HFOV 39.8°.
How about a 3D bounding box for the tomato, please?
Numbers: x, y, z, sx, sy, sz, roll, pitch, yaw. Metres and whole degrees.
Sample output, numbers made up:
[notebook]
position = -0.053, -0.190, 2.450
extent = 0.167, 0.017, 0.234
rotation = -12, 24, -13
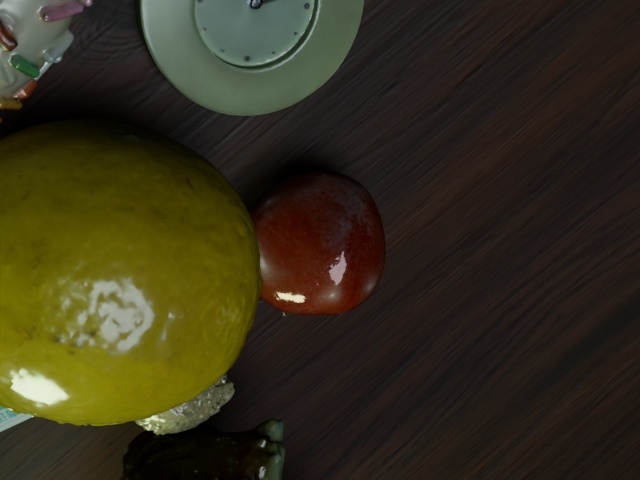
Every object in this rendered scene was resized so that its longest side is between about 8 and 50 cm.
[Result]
[tomato]
position = 0.000, 0.000, 0.984
extent = 0.167, 0.167, 0.167
rotation = -14, 125, -21

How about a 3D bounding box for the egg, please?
[egg]
position = -0.165, 0.164, 1.018
extent = 0.118, 0.140, 0.116
rotation = 40, 120, 2

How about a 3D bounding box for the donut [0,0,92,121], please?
[donut]
position = -0.347, -0.231, 0.656
extent = 0.383, 0.142, 0.382
rotation = -14, 126, -20

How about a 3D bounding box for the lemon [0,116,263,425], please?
[lemon]
position = -0.202, 0.030, 0.813
extent = 0.297, 0.297, 0.297
rotation = -14, 125, -21

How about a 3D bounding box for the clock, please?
[clock]
position = -0.066, -0.237, 0.881
extent = 0.235, 0.029, 0.235
rotation = -13, 123, -21

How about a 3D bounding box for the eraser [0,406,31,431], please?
[eraser]
position = -0.335, 0.149, 0.961
extent = 0.225, 0.052, 0.095
rotation = -25, 126, -12

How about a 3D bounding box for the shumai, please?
[shumai]
position = -0.120, 0.374, 1.068
extent = 0.324, 0.397, 0.323
rotation = -7, 102, 4
